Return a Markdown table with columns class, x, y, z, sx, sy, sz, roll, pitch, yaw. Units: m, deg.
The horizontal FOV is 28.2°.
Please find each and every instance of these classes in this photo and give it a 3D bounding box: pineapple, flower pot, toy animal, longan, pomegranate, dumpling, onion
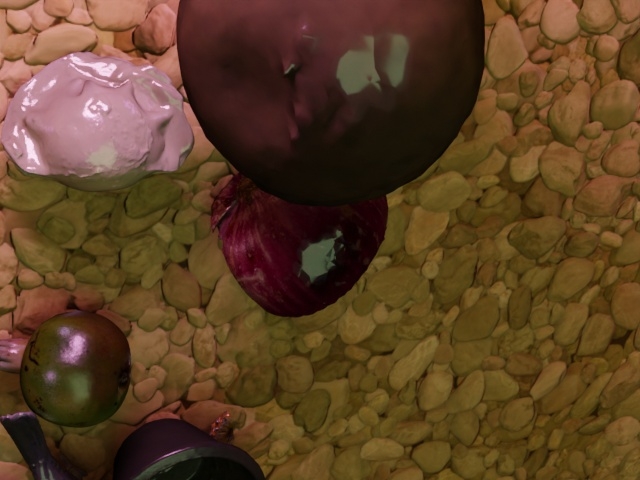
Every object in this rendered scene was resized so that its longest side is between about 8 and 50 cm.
| class | x | y | z | sx | sy | sz | roll | pitch | yaw |
| --- | --- | --- | --- | --- | --- | --- | --- | --- | --- |
| pineapple | -0.164 | 0.322 | 2.107 | 0.045 | 0.019 | 0.083 | -14 | 124 | -21 |
| flower pot | -0.233 | 0.391 | 2.023 | 0.269 | 0.166 | 0.269 | -13 | 125 | -20 |
| toy animal | -0.390 | 0.385 | 1.928 | 0.081 | 0.206 | 0.367 | -20 | 107 | -6 |
| longan | 0.014 | -0.259 | 1.619 | 0.403 | 0.404 | 0.436 | 0 | 94 | -25 |
| pomegranate | -0.381 | 0.186 | 1.856 | 0.209 | 0.180 | 0.180 | 7 | 118 | 7 |
| dumpling | -0.302 | -0.161 | 1.714 | 0.258 | 0.147 | 0.193 | -9 | 89 | -14 |
| onion | -0.014 | -0.016 | 1.868 | 0.272 | 0.230 | 0.256 | 18 | 107 | -24 |
